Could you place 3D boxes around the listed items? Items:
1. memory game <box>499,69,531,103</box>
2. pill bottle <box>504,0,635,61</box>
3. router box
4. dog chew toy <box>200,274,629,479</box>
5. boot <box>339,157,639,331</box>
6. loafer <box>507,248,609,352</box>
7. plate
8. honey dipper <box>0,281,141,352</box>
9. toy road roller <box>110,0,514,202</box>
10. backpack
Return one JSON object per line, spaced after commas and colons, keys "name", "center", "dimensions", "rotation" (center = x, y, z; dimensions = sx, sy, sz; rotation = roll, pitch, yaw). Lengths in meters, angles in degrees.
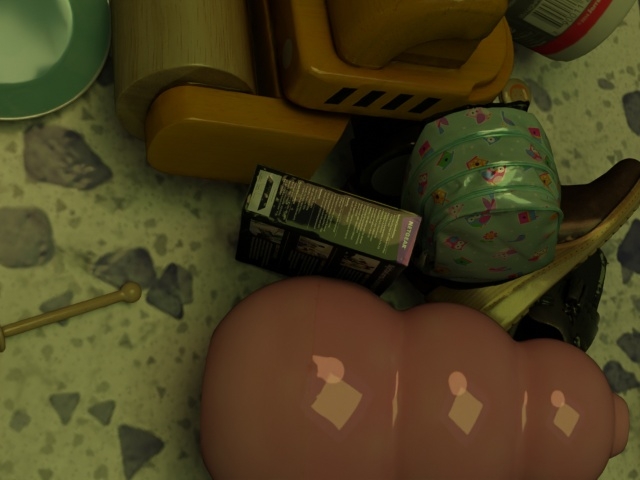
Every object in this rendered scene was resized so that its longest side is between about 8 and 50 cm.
{"name": "memory game", "center": [0.138, -0.133, 1.123], "dimensions": [0.186, 0.012, 0.186], "rotation": [5, 79, -24]}
{"name": "pill bottle", "center": [0.144, -0.311, 1.067], "dimensions": [0.318, 0.176, 0.176], "rotation": [23, 72, -20]}
{"name": "router box", "center": [0.000, 0.000, 0.923], "dimensions": [0.133, 0.179, 0.046], "rotation": [18, 76, -2]}
{"name": "dog chew toy", "center": [0.076, 0.135, 0.896], "dimensions": [0.331, 0.206, 0.207], "rotation": [3, 78, 3]}
{"name": "boot", "center": [0.166, -0.050, 1.041], "dimensions": [0.248, 0.090, 0.207], "rotation": [-40, 80, -12]}
{"name": "loafer", "center": [0.201, 0.114, 1.061], "dimensions": [0.109, 0.095, 0.302], "rotation": [45, 66, -12]}
{"name": "plate", "center": [-0.267, -0.188, 0.936], "dimensions": [0.188, 0.024, 0.188], "rotation": [5, 79, -24]}
{"name": "honey dipper", "center": [-0.219, 0.061, 0.911], "dimensions": [0.160, 0.030, 0.031], "rotation": [-19, 89, -29]}
{"name": "toy road roller", "center": [0.006, -0.183, 0.922], "dimensions": [0.329, 0.240, 0.203], "rotation": [4, 59, -22]}
{"name": "backpack", "center": [0.134, -0.033, 0.904], "dimensions": [0.151, 0.182, 0.115], "rotation": [-15, 63, -2]}
